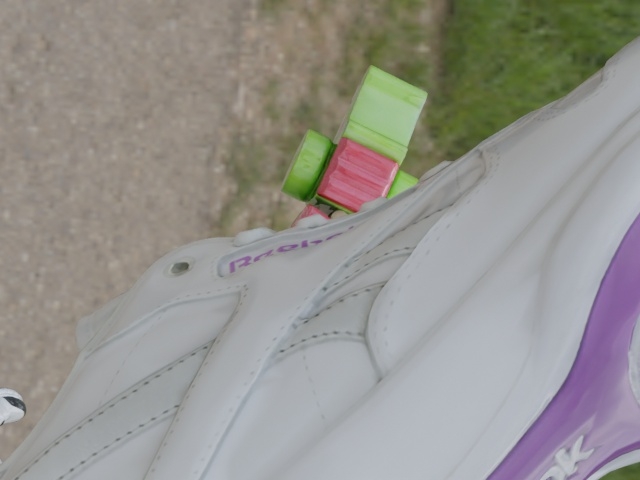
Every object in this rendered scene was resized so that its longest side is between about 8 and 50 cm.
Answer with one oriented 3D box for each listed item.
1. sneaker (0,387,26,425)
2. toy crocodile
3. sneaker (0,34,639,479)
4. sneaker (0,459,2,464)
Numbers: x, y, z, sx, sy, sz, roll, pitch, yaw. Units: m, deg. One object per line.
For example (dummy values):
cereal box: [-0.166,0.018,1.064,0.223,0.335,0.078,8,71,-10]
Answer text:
sneaker: [-0.266,0.139,1.170,0.109,0.040,0.044,8,52,-60]
toy crocodile: [0.000,0.000,1.341,0.341,0.115,0.105,-61,-175,-13]
sneaker: [0.019,0.019,0.397,0.305,0.152,0.114,-41,138,-13]
sneaker: [-0.418,0.199,1.388,0.108,0.292,0.169,-23,82,-52]
